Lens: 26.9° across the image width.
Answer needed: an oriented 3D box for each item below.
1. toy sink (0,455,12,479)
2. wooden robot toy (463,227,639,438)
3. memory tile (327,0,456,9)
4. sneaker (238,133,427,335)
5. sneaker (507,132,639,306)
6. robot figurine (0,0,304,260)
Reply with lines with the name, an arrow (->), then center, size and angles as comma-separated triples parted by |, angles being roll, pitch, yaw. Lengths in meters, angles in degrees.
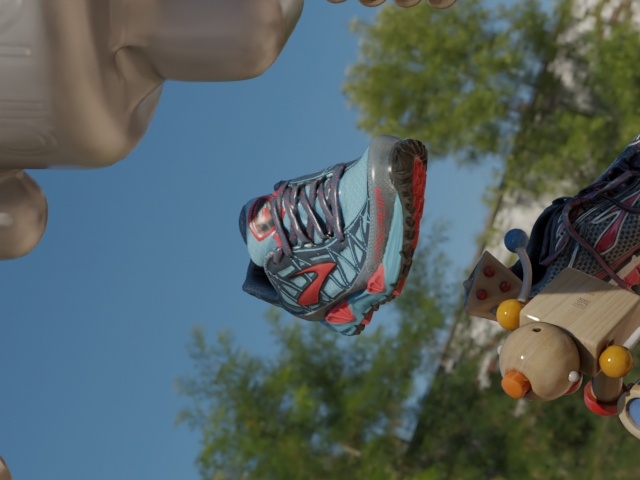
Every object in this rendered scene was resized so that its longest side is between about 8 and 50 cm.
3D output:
toy sink -> -0.242, 0.082, 0.435 | 0.131, 0.234, 0.153 | -49, 13, 11
wooden robot toy -> 0.116, 0.059, 0.611 | 0.079, 0.173, 0.076 | -32, -48, -38
memory tile -> 0.076, -0.282, 1.320 | 0.012, 0.148, 0.113 | -109, 24, -53
sneaker -> 0.000, 0.000, 1.012 | 0.262, 0.125, 0.104 | 118, 164, -61
sneaker -> 0.281, -0.025, 1.288 | 0.299, 0.112, 0.121 | -58, 17, 16
robot figurine -> -0.186, -0.130, 0.543 | 0.200, 0.353, 0.300 | -73, -17, -74
